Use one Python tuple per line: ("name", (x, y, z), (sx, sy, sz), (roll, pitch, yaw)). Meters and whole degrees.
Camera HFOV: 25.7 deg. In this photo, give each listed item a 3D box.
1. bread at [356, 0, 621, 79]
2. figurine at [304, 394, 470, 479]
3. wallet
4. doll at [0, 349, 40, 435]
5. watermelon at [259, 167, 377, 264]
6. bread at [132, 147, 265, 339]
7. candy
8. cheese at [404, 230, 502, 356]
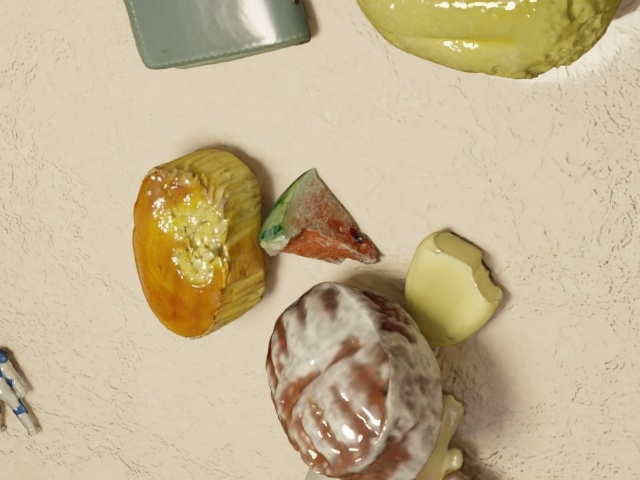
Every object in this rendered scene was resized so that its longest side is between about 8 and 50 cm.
("bread", (0.176, -0.321, 1.514), (0.320, 0.237, 0.320), (13, 118, 27))
("figurine", (0.174, 0.349, 1.873), (0.394, 0.226, 0.274), (14, 89, 16))
("wallet", (-0.169, -0.395, 1.771), (0.252, 0.083, 0.360), (-10, 105, 26))
("doll", (-0.523, 0.213, 2.251), (0.114, 0.057, 0.227), (-1, 120, 36))
("watermelon", (-0.009, -0.022, 1.872), (0.158, 0.121, 0.098), (12, 148, -26))
("bread", (-0.168, 0.007, 1.901), (0.179, 0.133, 0.250), (30, 127, 33))
("candy", (0.037, 0.181, 1.796), (0.214, 0.157, 0.289), (-53, 42, 22))
("cheese", (0.150, 0.112, 1.838), (0.127, 0.050, 0.255), (29, 124, 13))
